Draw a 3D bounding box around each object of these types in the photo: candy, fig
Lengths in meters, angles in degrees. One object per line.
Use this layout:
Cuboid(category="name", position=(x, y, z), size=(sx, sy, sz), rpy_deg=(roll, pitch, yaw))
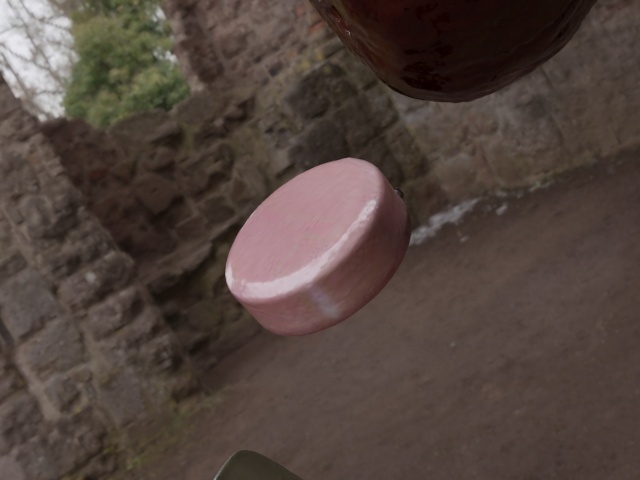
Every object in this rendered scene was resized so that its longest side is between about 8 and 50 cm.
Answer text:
Cuboid(category="candy", position=(0.000, 0.000, 1.131), size=(0.255, 0.094, 0.255), rpy_deg=(-28, 33, 20))
Cuboid(category="fig", position=(0.094, -0.207, 0.434), size=(0.290, 0.190, 0.190), rpy_deg=(-47, -2, 24))

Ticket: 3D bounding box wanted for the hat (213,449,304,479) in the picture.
Cuboid(category="hat", position=(-0.028, 0.309, 0.949), size=(0.144, 0.173, 0.166), rpy_deg=(-6, 40, 41))
